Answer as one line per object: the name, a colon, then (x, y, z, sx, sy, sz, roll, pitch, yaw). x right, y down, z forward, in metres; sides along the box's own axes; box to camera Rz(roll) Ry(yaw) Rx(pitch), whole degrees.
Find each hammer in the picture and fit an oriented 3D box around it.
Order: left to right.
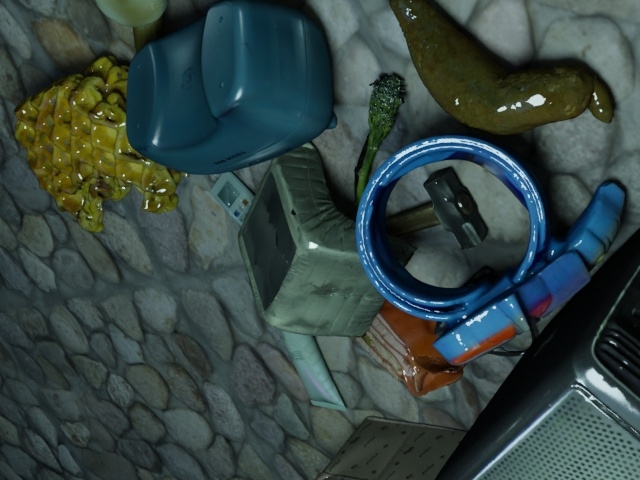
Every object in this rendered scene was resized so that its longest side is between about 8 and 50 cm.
hammer: (-0.248, -0.337, 1.531, 0.113, 0.202, 0.305, 12, 151, 2)
hammer: (0.085, -0.009, 1.598, 0.365, 0.043, 0.111, -19, 110, 48)

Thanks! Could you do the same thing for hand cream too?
hand cream: (-0.019, 0.211, 1.845, 0.078, 0.050, 0.205, 2, 127, 38)

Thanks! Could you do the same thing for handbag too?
handbag: (0.246, 0.118, 1.540, 0.139, 0.072, 0.115, 35, 119, -11)

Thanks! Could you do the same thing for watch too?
watch: (0.206, -0.024, 1.352, 0.305, 0.241, 0.274, -41, 86, 11)

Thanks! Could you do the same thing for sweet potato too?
sweet potato: (0.203, -0.194, 1.310, 0.310, 0.098, 0.124, 31, 115, 19)

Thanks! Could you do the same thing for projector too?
projector: (0.359, 0.192, 1.260, 0.242, 0.395, 0.405, 40, 138, 9)

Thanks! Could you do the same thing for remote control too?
remote control: (-0.105, -0.041, 1.729, 0.162, 0.029, 0.061, 46, 131, 5)

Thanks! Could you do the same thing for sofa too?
sofa: (0.000, 0.000, 1.587, 0.225, 0.176, 0.210, -111, 35, -41)

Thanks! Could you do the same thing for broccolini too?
broccolini: (0.075, -0.129, 1.505, 0.054, 0.051, 0.239, 24, 137, 10)

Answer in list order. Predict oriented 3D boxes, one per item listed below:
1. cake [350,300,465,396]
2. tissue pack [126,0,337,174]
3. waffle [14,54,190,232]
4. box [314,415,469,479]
cake: (0.118, 0.124, 1.646, 0.287, 0.135, 0.098, 39, 147, 38)
tissue pack: (-0.115, -0.202, 1.477, 0.287, 0.206, 0.198, -18, 70, 43)
waffle: (-0.349, -0.154, 1.755, 0.324, 0.151, 0.261, -13, 116, 43)
box: (0.158, 0.471, 1.802, 0.225, 0.190, 0.297, 0, 123, 38)
